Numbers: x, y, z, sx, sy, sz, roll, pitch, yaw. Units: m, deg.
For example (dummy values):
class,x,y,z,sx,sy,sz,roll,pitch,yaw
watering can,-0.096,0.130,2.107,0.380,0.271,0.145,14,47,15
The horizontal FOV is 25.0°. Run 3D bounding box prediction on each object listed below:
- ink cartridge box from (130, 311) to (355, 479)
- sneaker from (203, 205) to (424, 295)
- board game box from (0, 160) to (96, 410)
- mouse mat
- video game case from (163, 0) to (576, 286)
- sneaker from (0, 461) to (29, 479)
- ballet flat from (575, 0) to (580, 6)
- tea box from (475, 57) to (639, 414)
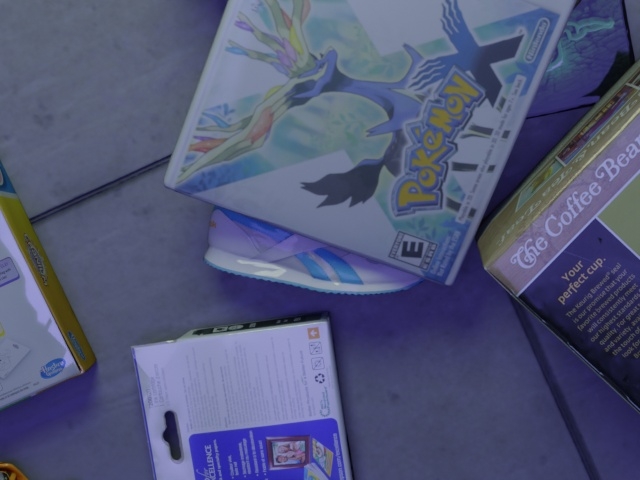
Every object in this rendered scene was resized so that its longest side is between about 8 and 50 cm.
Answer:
class,x,y,z,sx,sy,sz,roll,pitch,yaw
ink cartridge box,-0.078,0.189,1.503,0.208,0.045,0.206,-7,98,4
sneaker,0.000,0.000,1.449,0.229,0.087,0.092,10,97,1
board game box,-0.410,0.038,1.496,0.242,0.064,0.316,-23,96,7
mouse mat,0.214,-0.200,1.443,0.190,0.007,0.152,-12,98,7
video game case,0.047,-0.151,1.345,0.300,0.036,0.329,19,107,-9
sneaker,-0.359,0.268,1.522,0.215,0.084,0.083,21,99,-9
ballet flat,0.111,-0.333,1.386,0.124,0.116,0.342,-41,97,19
tea box,0.371,-0.003,1.351,0.323,0.220,0.329,43,99,-4
